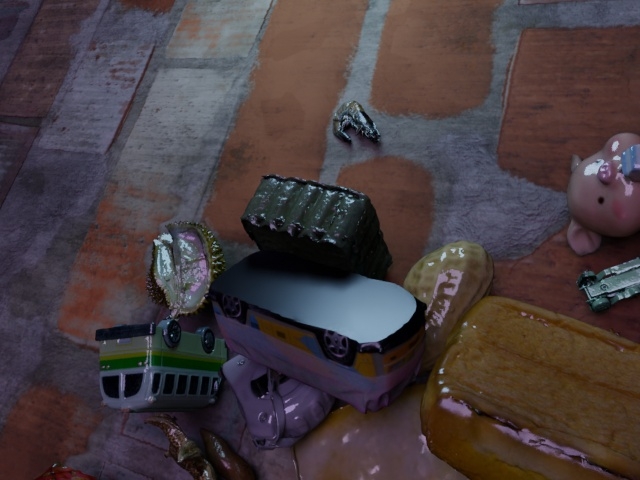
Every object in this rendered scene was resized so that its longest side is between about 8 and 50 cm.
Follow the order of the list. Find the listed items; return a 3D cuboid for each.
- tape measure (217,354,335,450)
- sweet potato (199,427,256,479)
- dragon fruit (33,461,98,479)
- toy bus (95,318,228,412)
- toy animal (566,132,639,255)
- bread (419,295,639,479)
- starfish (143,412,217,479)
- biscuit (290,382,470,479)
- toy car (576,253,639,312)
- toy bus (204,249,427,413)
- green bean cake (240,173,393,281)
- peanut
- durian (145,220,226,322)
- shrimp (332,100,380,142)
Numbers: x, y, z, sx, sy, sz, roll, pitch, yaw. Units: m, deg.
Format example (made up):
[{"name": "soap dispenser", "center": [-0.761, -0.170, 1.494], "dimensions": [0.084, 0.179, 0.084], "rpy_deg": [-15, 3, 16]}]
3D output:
[{"name": "tape measure", "center": [-0.066, 0.273, 1.051], "dimensions": [0.197, 0.120, 0.236], "rpy_deg": [-31, 32, -11]}, {"name": "sweet potato", "center": [-0.170, 0.437, 1.083], "dimensions": [0.065, 0.051, 0.218], "rpy_deg": [-21, 46, -28]}, {"name": "dragon fruit", "center": [-0.537, 0.576, 1.100], "dimensions": [0.268, 0.210, 0.205], "rpy_deg": [-41, 19, 0]}, {"name": "toy bus", "center": [-0.295, 0.247, 1.094], "dimensions": [0.134, 0.276, 0.164], "rpy_deg": [-9, 71, 19]}, {"name": "toy animal", "center": [0.537, -0.084, 0.917], "dimensions": [0.256, 0.213, 0.194], "rpy_deg": [4, 74, 26]}, {"name": "bread", "center": [0.331, 0.239, 0.828], "dimensions": [0.337, 0.147, 0.328], "rpy_deg": [18, 31, 17]}, {"name": "starfish", "center": [-0.244, 0.419, 1.053], "dimensions": [0.062, 0.277, 0.235], "rpy_deg": [-33, 85, -30]}, {"name": "biscuit", "center": [0.158, 0.437, 0.904], "dimensions": [0.446, 0.104, 0.429], "rpy_deg": [-28, 49, 11]}, {"name": "toy car", "center": [0.514, 0.070, 0.953], "dimensions": [0.143, 0.054, 0.073], "rpy_deg": [-25, 59, 16]}, {"name": "toy bus", "center": [-0.001, 0.149, 0.959], "dimensions": [0.387, 0.162, 0.171], "rpy_deg": [13, 37, 38]}, {"name": "green bean cake", "center": [0.000, 0.000, 1.090], "dimensions": [0.241, 0.255, 0.132], "rpy_deg": [11, 64, 27]}, {"name": "peanut", "center": [0.195, 0.131, 1.022], "dimensions": [0.147, 0.147, 0.305], "rpy_deg": [31, 87, 31]}, {"name": "durian", "center": [-0.282, 0.085, 1.237], "dimensions": [0.194, 0.137, 0.237], "rpy_deg": [0, 65, 20]}, {"name": "shrimp", "center": [0.081, -0.257, 1.299], "dimensions": [0.091, 0.034, 0.161], "rpy_deg": [-45, 51, 13]}]
